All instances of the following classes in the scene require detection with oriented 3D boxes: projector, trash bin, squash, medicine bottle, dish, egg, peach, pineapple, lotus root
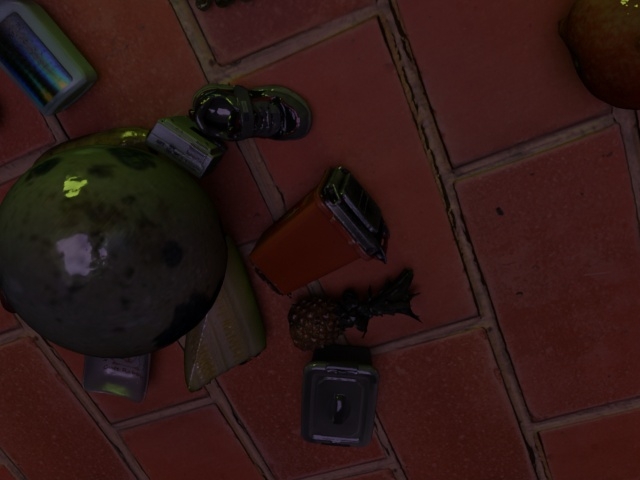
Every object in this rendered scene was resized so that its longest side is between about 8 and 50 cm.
[{"bbox_3d":[-0.233,-0.173,0.891,0.115,0.147,0.061,35,103,-10],"label":"projector"},{"bbox_3d":[0.000,0.000,0.953,0.239,0.161,0.184,-36,106,26],"label":"trash bin"},{"bbox_3d":[-0.245,0.142,1.046,0.203,0.111,0.288,-27,117,-21],"label":"squash"},{"bbox_3d":[-0.519,-0.347,0.875,0.121,0.083,0.229,-32,109,19],"label":"medicine bottle"},{"bbox_3d":[-0.456,0.261,1.136,0.151,0.077,0.212,14,117,-1],"label":"dish"},{"bbox_3d":[-0.329,0.015,0.814,0.345,0.428,0.344,2,69,-5],"label":"egg"},{"bbox_3d":[0.482,-0.314,0.743,0.232,0.257,0.232,-13,111,-36],"label":"peach"},{"bbox_3d":[0.074,0.147,1.031,0.278,0.130,0.118,-17,82,14],"label":"pineapple"},{"bbox_3d":[-0.429,-0.148,0.952,0.259,0.097,0.110,-17,118,3],"label":"lotus root"}]

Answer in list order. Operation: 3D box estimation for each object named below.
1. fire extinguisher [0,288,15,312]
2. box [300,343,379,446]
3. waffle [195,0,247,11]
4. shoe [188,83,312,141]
[{"bbox_3d":[-0.491,0.117,1.074,0.337,0.106,0.147,0,144,5],"label":"fire extinguisher"},{"bbox_3d":[0.041,0.343,1.105,0.162,0.130,0.226,4,115,2],"label":"box"},{"bbox_3d":[-0.149,-0.495,0.797,0.224,0.054,0.204,-24,110,16],"label":"waffle"},{"bbox_3d":[-0.130,-0.224,0.876,0.228,0.125,0.099,7,111,3],"label":"shoe"}]
